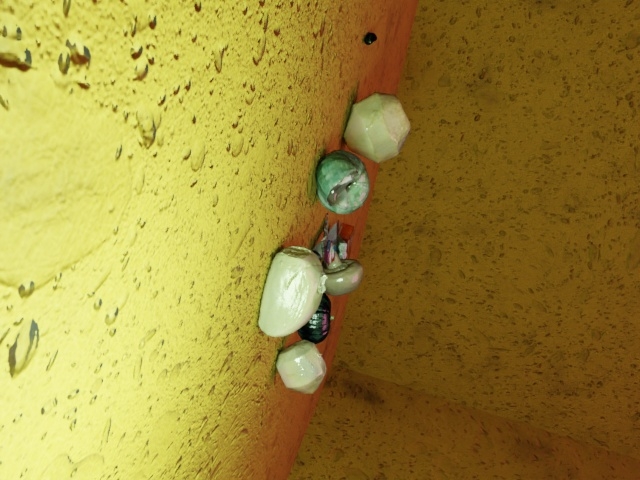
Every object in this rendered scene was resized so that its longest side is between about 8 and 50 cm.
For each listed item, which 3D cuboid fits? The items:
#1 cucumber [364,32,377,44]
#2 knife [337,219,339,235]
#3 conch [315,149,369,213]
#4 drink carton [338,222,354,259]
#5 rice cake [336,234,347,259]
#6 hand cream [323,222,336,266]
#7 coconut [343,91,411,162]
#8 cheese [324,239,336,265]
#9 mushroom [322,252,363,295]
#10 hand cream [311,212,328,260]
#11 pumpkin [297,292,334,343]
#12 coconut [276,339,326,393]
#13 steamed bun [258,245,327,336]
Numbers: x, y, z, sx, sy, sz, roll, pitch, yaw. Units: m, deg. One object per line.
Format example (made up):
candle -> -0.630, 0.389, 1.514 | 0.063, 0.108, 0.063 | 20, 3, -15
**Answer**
cucumber -> 0.179, -0.720, 1.731 | 0.184, 0.033, 0.036 | -60, 138, -59
knife -> 0.077, 0.001, 2.339 | 0.035, 0.018, 0.247 | -59, 161, -52
conch -> 0.064, -0.175, 1.536 | 0.220, 0.195, 0.277 | -58, -172, -26
drink carton -> 0.119, 0.024, 2.465 | 0.223, 0.071, 0.096 | 92, 16, -51
rice cake -> 0.086, 0.030, 2.176 | 0.226, 0.040, 0.085 | -120, -151, -80
hand cream -> 0.038, 0.071, 2.129 | 0.085, 0.058, 0.331 | -48, 149, -42
coconut -> 0.200, -0.416, 1.804 | 0.259, 0.259, 0.259 | 15, 90, -81
cheese -> 0.033, 0.040, 1.757 | 0.145, 0.038, 0.095 | 72, 26, -71
mushroom -> 0.064, 0.115, 1.991 | 0.215, 0.207, 0.207 | 68, 21, -14
hand cream -> 0.004, 0.001, 1.814 | 0.257, 0.050, 0.084 | -68, 166, -52
pumpkin -> -0.020, 0.280, 1.779 | 0.202, 0.140, 0.202 | -176, -90, -88
coconut -> -0.058, 0.443, 1.682 | 0.183, 0.171, 0.171 | 60, 13, -1
steamed bun -> -0.065, 0.140, 1.277 | 0.170, 0.152, 0.239 | -22, 124, -78
